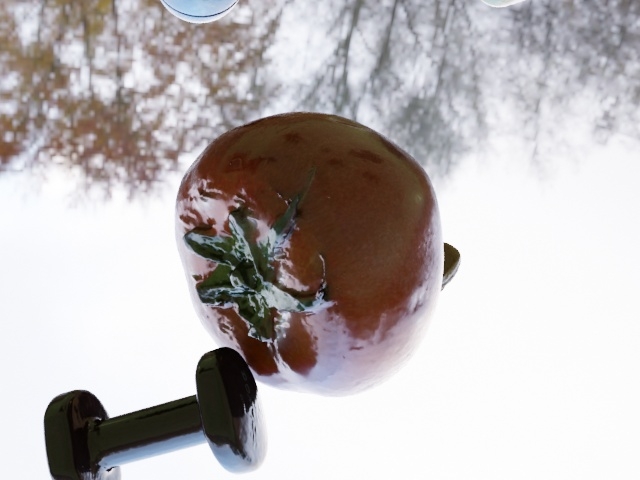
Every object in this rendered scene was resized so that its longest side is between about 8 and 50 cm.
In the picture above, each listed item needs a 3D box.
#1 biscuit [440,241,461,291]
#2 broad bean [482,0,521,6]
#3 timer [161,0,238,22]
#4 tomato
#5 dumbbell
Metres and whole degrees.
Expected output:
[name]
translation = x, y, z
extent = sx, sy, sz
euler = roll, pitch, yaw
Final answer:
[biscuit]
translation = 0.056, 0.050, 1.926
extent = 0.269, 0.051, 0.376
euler = 27, -122, 31
[broad bean]
translation = 0.300, -0.401, 1.832
extent = 0.174, 0.124, 0.082
euler = -27, -106, -20
[timer]
translation = -0.207, -0.492, 2.147
extent = 0.175, 0.255, 0.175
euler = 3, -134, -3
[tomato]
translation = 0.000, 0.000, 1.425
extent = 0.272, 0.341, 0.341
euler = -24, -130, -38
[dumbbell]
translation = -0.177, 0.206, 1.364
extent = 0.225, 0.124, 0.140
euler = -15, -108, 13
